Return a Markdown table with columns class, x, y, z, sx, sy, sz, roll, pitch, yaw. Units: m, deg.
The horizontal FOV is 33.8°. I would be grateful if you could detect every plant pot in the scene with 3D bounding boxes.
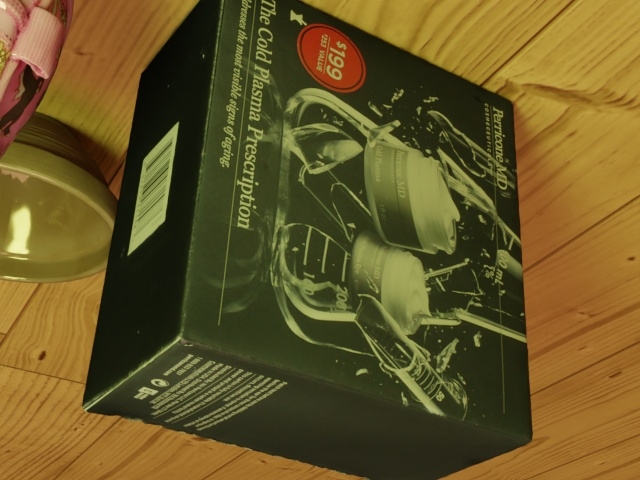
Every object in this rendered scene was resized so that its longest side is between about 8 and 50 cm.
| class | x | y | z | sx | sy | sz | roll | pitch | yaw |
| --- | --- | --- | --- | --- | --- | --- | --- | --- | --- |
| plant pot | -0.311 | -0.057 | 1.067 | 0.237 | 0.110 | 0.237 | 3 | 149 | 1 |

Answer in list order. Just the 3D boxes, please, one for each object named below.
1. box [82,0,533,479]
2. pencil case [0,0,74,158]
| class | x | y | z | sx | sy | sz | roll | pitch | yaw |
| --- | --- | --- | --- | --- | --- | --- | --- | --- | --- |
| box | 0.000 | 0.000 | 0.899 | 0.312 | 0.343 | 0.179 | 20 | 146 | -27 |
| pencil case | -0.355 | -0.191 | 0.706 | 0.386 | 0.167 | 0.160 | 28 | 102 | -9 |
